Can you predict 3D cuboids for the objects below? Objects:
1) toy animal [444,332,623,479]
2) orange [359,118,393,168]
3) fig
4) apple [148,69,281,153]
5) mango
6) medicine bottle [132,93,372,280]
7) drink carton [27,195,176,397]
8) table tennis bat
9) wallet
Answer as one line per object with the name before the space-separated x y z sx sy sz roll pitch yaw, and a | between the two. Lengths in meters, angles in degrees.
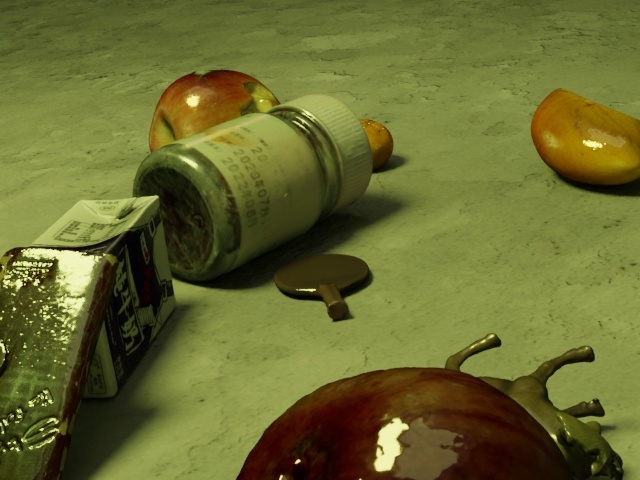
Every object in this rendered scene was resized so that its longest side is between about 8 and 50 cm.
toy animal | 0.161 0.150 0.985 0.214 0.094 0.186 1 17 39
orange | 0.061 -0.135 1.756 0.083 0.070 0.083 -1 22 1
fig | 0.047 0.192 0.759 0.235 0.214 0.235 -14 46 14
apple | -0.131 -0.141 1.696 0.199 0.199 0.199 -6 21 2
mango | 0.353 -0.125 1.614 0.141 0.102 0.217 11 17 -24
medicine bottle | -0.077 -0.070 1.500 0.165 0.165 0.273 11 28 39
drink carton | -0.230 0.052 1.270 0.102 0.134 0.222 -4 21 12
table tennis bat | 0.000 0.000 1.360 0.107 0.119 0.170 -9 20 -7
wallet | -0.257 0.111 1.084 0.122 0.031 0.232 2 62 15
